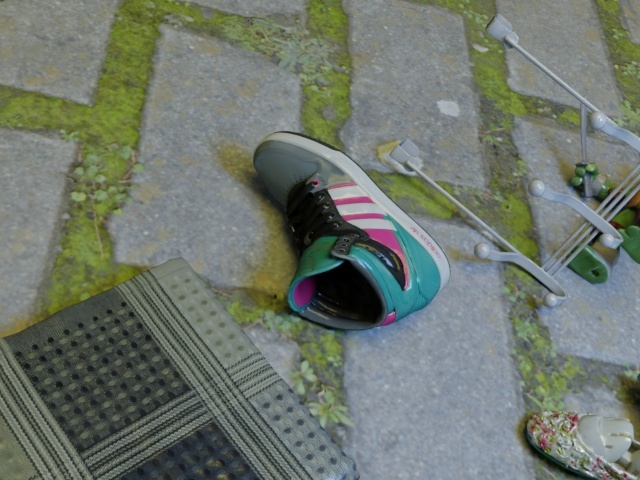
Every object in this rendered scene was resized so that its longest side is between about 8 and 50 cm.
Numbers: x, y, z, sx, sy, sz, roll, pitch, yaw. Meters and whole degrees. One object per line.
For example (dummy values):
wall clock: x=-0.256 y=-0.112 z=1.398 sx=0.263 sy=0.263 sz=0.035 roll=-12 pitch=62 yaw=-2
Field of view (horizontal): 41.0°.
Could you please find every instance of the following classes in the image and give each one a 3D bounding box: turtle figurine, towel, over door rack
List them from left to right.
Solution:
towel: x=-0.174 y=0.186 z=0.837 sx=0.312 sy=0.056 sz=0.324 roll=-26 pitch=63 yaw=-33
over door rack: x=0.259 y=-0.101 z=1.111 sx=0.324 sy=0.240 sz=0.108 roll=45 pitch=26 yaw=16
turtle figurine: x=0.434 y=-0.088 z=1.208 sx=0.197 sy=0.275 sz=0.266 roll=10 pitch=45 yaw=33

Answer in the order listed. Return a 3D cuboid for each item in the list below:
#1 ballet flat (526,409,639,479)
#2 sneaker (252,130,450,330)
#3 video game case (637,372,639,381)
ballet flat: x=0.359 y=0.248 z=0.985 sx=0.240 sy=0.077 sz=0.091 roll=27 pitch=37 yaw=0
sneaker: x=0.000 y=0.000 z=1.019 sx=0.295 sy=0.124 sz=0.178 roll=39 pitch=40 yaw=10
video game case: x=0.462 y=0.230 z=1.026 sx=0.119 sy=0.015 sz=0.166 roll=22 pitch=25 yaw=-20
